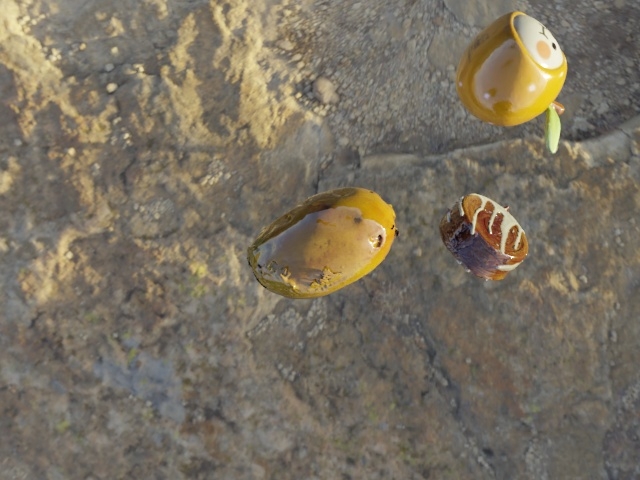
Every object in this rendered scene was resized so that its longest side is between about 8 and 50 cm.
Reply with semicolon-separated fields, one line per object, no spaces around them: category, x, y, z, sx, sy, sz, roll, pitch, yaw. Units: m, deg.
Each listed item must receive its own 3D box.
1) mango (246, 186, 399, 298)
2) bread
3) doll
mango;0.000;0.000;1.132;0.249;0.156;0.151;-22;139;12
bread;0.287;-0.010;1.255;0.160;0.160;0.073;32;127;-4
doll;0.372;-0.294;1.330;0.236;0.213;0.213;39;113;-17
